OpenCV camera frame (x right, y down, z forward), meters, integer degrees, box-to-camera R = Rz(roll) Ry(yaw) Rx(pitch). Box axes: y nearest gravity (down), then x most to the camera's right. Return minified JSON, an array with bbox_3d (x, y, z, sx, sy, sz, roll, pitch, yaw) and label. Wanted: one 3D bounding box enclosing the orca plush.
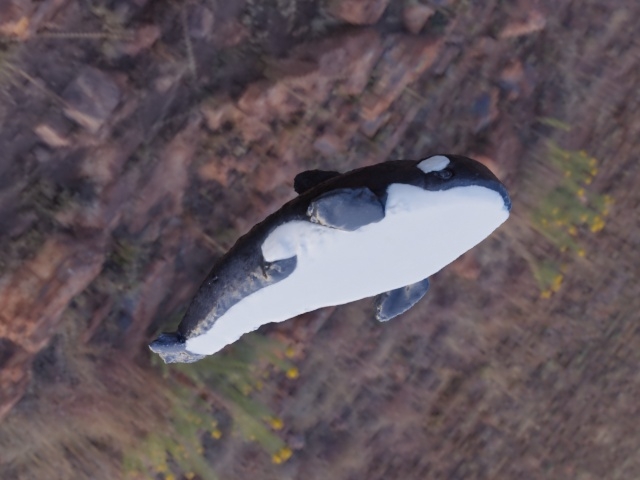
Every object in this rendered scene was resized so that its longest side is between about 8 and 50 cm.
[{"bbox_3d":[0.000,0.000,0.843,0.287,0.102,0.151,-37,135,25],"label":"orca plush"}]
